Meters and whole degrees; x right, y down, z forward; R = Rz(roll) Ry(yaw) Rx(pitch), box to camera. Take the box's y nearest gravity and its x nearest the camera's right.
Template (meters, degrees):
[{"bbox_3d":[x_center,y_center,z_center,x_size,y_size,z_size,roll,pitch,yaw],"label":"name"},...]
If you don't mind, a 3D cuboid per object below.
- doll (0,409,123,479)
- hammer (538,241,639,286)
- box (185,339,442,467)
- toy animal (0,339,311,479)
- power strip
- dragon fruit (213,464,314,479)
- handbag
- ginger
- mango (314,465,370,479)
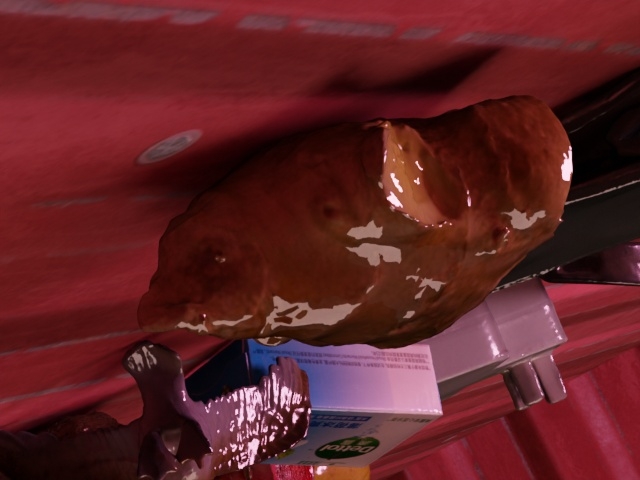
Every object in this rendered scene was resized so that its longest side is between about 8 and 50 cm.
[{"bbox_3d":[-0.199,0.197,1.542,0.221,0.105,0.115,-20,-176,-19],"label":"doll"},{"bbox_3d":[0.279,0.022,1.908,0.168,0.044,0.440,2,180,12],"label":"hammer"},{"bbox_3d":[-0.013,0.143,1.658,0.194,0.073,0.139,5,152,-31],"label":"box"},{"bbox_3d":[-0.118,0.179,1.438,0.272,0.197,0.160,-13,156,-8],"label":"toy animal"},{"bbox_3d":[0.130,0.138,1.960,0.261,0.141,0.229,-19,168,-19],"label":"power strip"},{"bbox_3d":[-0.076,0.227,1.934,0.111,0.153,0.153,-11,174,19],"label":"dragon fruit"},{"bbox_3d":[0.151,-0.020,1.408,0.260,0.079,0.247,-24,168,2],"label":"handbag"},{"bbox_3d":[0.000,0.000,1.062,0.270,0.123,0.219,-7,157,-33],"label":"ginger"},{"bbox_3d":[-0.094,0.320,2.313,0.331,0.142,0.195,-15,162,-14],"label":"mango"}]
